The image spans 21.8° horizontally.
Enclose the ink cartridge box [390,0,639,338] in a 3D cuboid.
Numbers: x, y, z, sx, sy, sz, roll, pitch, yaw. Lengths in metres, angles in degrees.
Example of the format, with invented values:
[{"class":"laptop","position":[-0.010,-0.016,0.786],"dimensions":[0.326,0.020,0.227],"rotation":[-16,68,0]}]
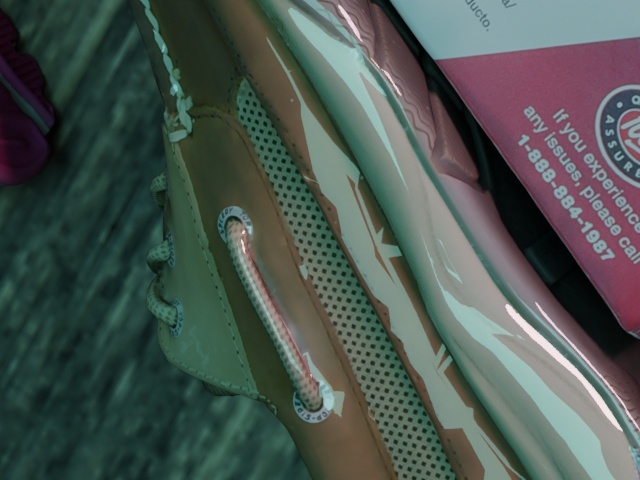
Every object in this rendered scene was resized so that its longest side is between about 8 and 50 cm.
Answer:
[{"class":"ink cartridge box","position":[0.132,-0.115,0.409],"dimensions":[0.237,0.100,0.172],"rotation":[-39,81,30]}]

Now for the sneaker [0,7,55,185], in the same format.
[{"class":"sneaker","position":[-0.196,-0.105,0.537],"dimensions":[0.111,0.103,0.252],"rotation":[-31,82,14]}]

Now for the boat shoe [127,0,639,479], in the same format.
[{"class":"boat shoe","position":[0.000,0.000,0.474],"dimensions":[0.116,0.123,0.324],"rotation":[-35,80,18]}]
